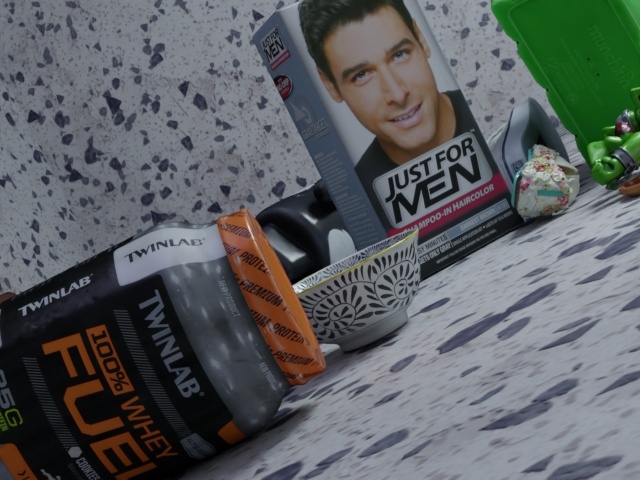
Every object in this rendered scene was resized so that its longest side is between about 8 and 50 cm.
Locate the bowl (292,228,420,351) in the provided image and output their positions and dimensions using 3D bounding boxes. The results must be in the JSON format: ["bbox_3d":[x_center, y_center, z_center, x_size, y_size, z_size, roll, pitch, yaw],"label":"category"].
[{"bbox_3d":[0.039,0.059,1.126,0.170,0.080,0.170,-27,3,1],"label":"bowl"}]

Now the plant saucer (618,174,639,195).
[{"bbox_3d":[0.359,-0.067,1.198,0.083,0.013,0.083,-26,2,1],"label":"plant saucer"}]

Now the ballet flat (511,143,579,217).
[{"bbox_3d":[0.294,-0.071,1.444,0.077,0.091,0.241,5,16,14],"label":"ballet flat"}]

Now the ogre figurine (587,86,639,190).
[{"bbox_3d":[0.373,-0.124,1.298,0.118,0.097,0.197,-37,-17,27],"label":"ogre figurine"}]

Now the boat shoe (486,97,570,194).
[{"bbox_3d":[0.290,-0.112,1.760,0.156,0.136,0.367,-29,11,24],"label":"boat shoe"}]

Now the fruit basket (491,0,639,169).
[{"bbox_3d":[0.424,-0.317,1.665,0.283,0.392,0.392,-25,3,36],"label":"fruit basket"}]

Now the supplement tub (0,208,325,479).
[{"bbox_3d":[-0.168,0.109,0.932,0.316,0.194,0.193,-27,2,2],"label":"supplement tub"}]

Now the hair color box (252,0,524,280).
[{"bbox_3d":[0.086,-0.144,1.441,0.185,0.375,0.113,-28,3,-20],"label":"hair color box"}]

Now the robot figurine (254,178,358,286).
[{"bbox_3d":[-0.002,0.000,1.729,0.209,0.174,0.278,-21,6,45],"label":"robot figurine"}]

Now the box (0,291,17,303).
[{"bbox_3d":[-0.378,0.179,1.327,0.143,0.191,0.381,-60,-1,6],"label":"box"}]
